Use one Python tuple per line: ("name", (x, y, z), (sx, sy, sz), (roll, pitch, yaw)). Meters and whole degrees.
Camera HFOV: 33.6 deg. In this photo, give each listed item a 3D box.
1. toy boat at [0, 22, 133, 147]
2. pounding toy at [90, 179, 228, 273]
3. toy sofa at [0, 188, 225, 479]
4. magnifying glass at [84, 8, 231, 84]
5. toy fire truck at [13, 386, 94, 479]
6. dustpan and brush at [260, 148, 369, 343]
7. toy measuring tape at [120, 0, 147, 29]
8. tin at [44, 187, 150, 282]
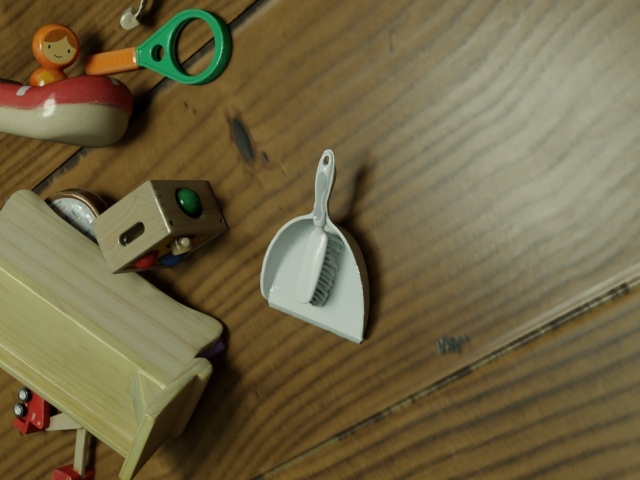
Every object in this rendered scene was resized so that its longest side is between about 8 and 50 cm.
("toy boat", (-0.344, -0.203, 1.357), (0.231, 0.151, 0.151), (11, 94, 31))
("pounding toy", (-0.184, -0.011, 1.273), (0.141, 0.130, 0.100), (-31, 76, 30))
("toy sofa", (-0.309, 0.112, 1.314), (0.362, 0.177, 0.150), (34, 132, 7))
("magnifying glass", (-0.209, -0.236, 1.343), (0.231, 0.026, 0.092), (-3, 91, 31))
("toy fire truck", (-0.354, 0.241, 1.446), (0.135, 0.047, 0.192), (28, 106, 28))
("dustpan and brush", (0.000, 0.000, 1.196), (0.147, 0.060, 0.211), (20, 103, 30))
("toy measuring tape", (-0.216, -0.426, 1.277), (0.121, 0.121, 0.330), (35, 111, 26))
("tin", (-0.299, 0.021, 1.375), (0.106, 0.040, 0.189), (-34, 89, 21))
